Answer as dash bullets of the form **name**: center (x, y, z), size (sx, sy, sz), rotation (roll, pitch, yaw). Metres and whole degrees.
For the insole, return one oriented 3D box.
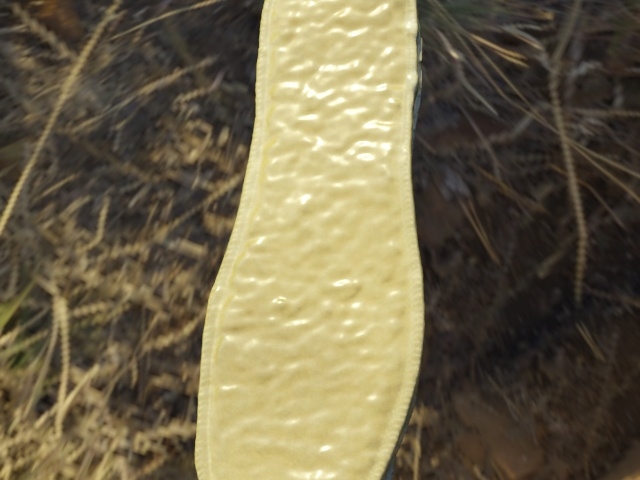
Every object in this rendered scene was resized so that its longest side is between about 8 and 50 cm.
- **insole**: center (0.000, 0.000, 0.688), size (0.081, 0.011, 0.248), rotation (1, 68, 9)
